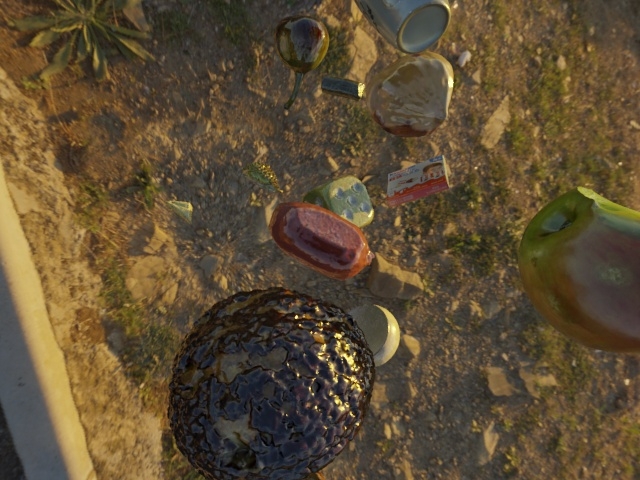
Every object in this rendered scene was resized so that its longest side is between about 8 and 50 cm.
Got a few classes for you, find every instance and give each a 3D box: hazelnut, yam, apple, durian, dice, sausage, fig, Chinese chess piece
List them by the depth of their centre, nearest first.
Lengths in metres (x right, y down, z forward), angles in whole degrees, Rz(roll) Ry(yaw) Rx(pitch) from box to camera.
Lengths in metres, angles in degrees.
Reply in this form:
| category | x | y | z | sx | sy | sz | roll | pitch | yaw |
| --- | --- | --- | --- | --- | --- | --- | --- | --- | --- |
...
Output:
| category | x | y | z | sx | sy | sz | roll | pitch | yaw |
| --- | --- | --- | --- | --- | --- | --- | --- | --- | --- |
| apple | 0.420 | 0.030 | 0.649 | 0.226 | 0.246 | 0.246 | 44 | 80 | 2 |
| Chinese chess piece | 0.094 | 0.185 | 0.866 | 0.051 | 0.122 | 0.122 | 39 | 79 | -41 |
| yam | 0.050 | -0.340 | 0.993 | 0.094 | 0.043 | 0.043 | 14 | 85 | 4 |
| sausage | 0.000 | 0.000 | 1.022 | 0.254 | 0.148 | 0.148 | 26 | 83 | -5 |
| fig | -0.062 | -0.476 | 1.209 | 0.149 | 0.149 | 0.245 | 7 | 108 | -13 |
| hazelnut | 0.272 | -0.412 | 1.284 | 0.261 | 0.261 | 0.241 | -20 | 54 | -13 |
| dice | 0.070 | -0.137 | 1.958 | 0.227 | 0.238 | 0.233 | -22 | 90 | -32 |
| durian | -0.236 | -0.277 | 1.962 | 0.208 | 0.146 | 0.102 | 38 | 74 | -26 |

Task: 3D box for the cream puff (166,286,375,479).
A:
| category | x | y | z | sx | sy | sz | roll | pitch | yaw |
| --- | --- | --- | --- | --- | --- | --- | --- | --- | --- |
| cream puff | -0.061 | 0.147 | 0.502 | 0.239 | 0.239 | 0.164 | -24 | 106 | -12 |

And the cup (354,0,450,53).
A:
| category | x | y | z | sx | sy | sz | roll | pitch | yaw |
| --- | --- | --- | --- | --- | --- | --- | --- | --- | --- |
| cup | 0.159 | -0.561 | 0.998 | 0.258 | 0.186 | 0.234 | 7 | 53 | -42 |

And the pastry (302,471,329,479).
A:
| category | x | y | z | sx | sy | sz | roll | pitch | yaw |
| --- | --- | --- | --- | --- | --- | --- | --- | --- | --- |
| pastry | 0.010 | 0.459 | 0.657 | 0.256 | 0.236 | 0.170 | 28 | 59 | 28 |

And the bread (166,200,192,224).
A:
| category | x | y | z | sx | sy | sz | roll | pitch | yaw |
| --- | --- | --- | --- | --- | --- | --- | --- | --- | --- |
| bread | -0.585 | -0.117 | 1.830 | 0.109 | 0.084 | 0.080 | 5 | 75 | -10 |

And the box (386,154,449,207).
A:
| category | x | y | z | sx | sy | sz | roll | pitch | yaw |
| --- | --- | --- | --- | --- | --- | --- | --- | --- | --- |
| box | 0.436 | -0.271 | 2.016 | 0.273 | 0.265 | 0.048 | -19 | 119 | 21 |
